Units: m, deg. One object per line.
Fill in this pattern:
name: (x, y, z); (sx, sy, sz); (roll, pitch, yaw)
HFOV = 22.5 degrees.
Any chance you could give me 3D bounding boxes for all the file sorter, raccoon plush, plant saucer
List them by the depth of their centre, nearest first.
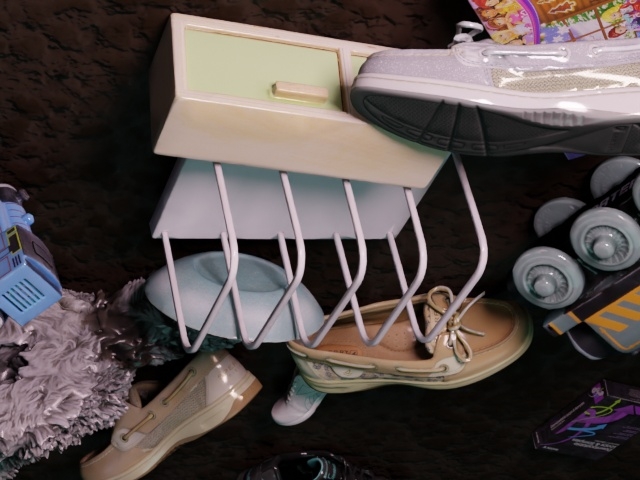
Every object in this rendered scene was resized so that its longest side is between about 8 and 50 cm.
file sorter: (0.000, 0.000, 1.589); (0.278, 0.173, 0.193); (0, 147, -23)
plant saucer: (-0.087, 0.049, 1.699); (0.195, 0.195, 0.037); (6, 110, -18)
raccoon plush: (-0.285, 0.190, 1.842); (0.446, 0.216, 0.299); (0, 154, -10)

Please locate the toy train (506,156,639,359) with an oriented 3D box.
toy train: (0.348, 0.008, 1.672); (0.190, 0.142, 0.334); (43, 130, -10)

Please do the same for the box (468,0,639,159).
box: (0.270, -0.198, 1.471); (0.201, 0.057, 0.293); (-19, 144, 19)

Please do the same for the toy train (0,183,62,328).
toy train: (-0.323, 0.015, 1.587); (0.105, 0.184, 0.080); (-33, 132, 6)

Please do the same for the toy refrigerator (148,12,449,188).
toy refrigerator: (-0.016, -0.129, 1.486); (0.269, 0.102, 0.094); (7, 144, -19)

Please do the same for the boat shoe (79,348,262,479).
boat shoe: (-0.205, 0.215, 1.981); (0.302, 0.109, 0.098); (-33, 98, 35)

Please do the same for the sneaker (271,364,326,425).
sneaker: (-0.016, 0.176, 1.991); (0.061, 0.053, 0.152); (30, 126, -30)

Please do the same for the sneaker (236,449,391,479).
sneaker: (0.021, 0.347, 2.202); (0.267, 0.101, 0.106); (9, 141, -22)

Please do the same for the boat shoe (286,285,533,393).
boat shoe: (0.104, 0.116, 1.867); (0.285, 0.104, 0.089); (-13, 148, 10)

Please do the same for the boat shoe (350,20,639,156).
boat shoe: (0.186, -0.140, 1.421); (0.320, 0.103, 0.118); (2, 161, 0)

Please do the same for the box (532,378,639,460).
box: (0.380, 0.246, 2.175); (0.116, 0.029, 0.162); (14, 143, -27)
